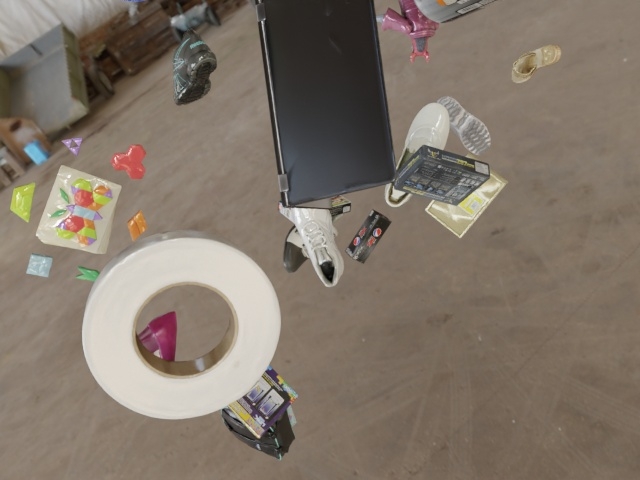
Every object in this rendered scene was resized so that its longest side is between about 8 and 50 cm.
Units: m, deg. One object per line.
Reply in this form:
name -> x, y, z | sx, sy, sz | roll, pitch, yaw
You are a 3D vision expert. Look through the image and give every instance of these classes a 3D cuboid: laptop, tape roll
laptop -> 0.034, -0.260, 1.029 | 0.236, 0.382, 0.408 | -7, 0, 18
tape roll -> -0.272, 0.172, 1.187 | 0.392, 0.392, 0.072 | -36, 24, -6

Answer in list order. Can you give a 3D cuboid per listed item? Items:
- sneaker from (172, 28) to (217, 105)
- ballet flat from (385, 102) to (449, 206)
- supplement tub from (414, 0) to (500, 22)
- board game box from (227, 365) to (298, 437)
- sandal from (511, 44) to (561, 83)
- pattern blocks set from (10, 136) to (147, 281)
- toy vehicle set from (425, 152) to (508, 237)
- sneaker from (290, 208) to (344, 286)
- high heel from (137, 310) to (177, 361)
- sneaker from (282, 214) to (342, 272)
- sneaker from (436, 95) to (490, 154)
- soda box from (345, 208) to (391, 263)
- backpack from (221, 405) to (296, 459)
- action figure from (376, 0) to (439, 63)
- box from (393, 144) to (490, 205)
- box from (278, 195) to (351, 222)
sneaker -> -0.345, -0.455, 1.573 | 0.101, 0.106, 0.267 | -26, -5, -31
ballet flat -> 0.330, -0.276, 2.032 | 0.139, 0.139, 0.400 | -88, 19, -55
supplement tub -> 0.363, -0.622, 1.309 | 0.193, 0.193, 0.316 | -47, 23, -24
board game box -> -0.163, 0.375, 1.454 | 0.141, 0.170, 0.048 | -43, -1, -22
sandal -> 0.669, -0.577, 1.916 | 0.079, 0.088, 0.240 | -8, -1, -19
pattern blocks set -> -0.532, -0.066, 1.314 | 0.285, 0.325, 0.026 | 3, 11, -23
toy vehicle set -> 0.510, -0.155, 2.074 | 0.035, 0.166, 0.267 | -34, -18, -53
sneaker -> 0.000, 0.000, 1.714 | 0.111, 0.297, 0.129 | -23, 17, 6
high heel -> -0.326, 0.272, 1.326 | 0.117, 0.244, 0.082 | -37, 31, -20
sneaker -> -0.021, -0.018, 2.138 | 0.146, 0.122, 0.331 | 10, 57, 29
sneaker -> 0.549, -0.452, 2.257 | 0.105, 0.281, 0.115 | -39, 16, 15
soda box -> 0.154, -0.012, 1.900 | 0.169, 0.060, 0.053 | -57, 36, 12
backpack -> -0.166, 0.477, 1.584 | 0.188, 0.166, 0.144 | 6, 41, 26
action figure -> 0.293, -0.712, 1.731 | 0.248, 0.370, 0.275 | -19, 12, -26
box -> 0.365, -0.193, 1.786 | 0.183, 0.232, 0.059 | 130, 148, -56
box -> -0.018, -0.107, 1.858 | 0.207, 0.036, 0.114 | -16, 36, -33
